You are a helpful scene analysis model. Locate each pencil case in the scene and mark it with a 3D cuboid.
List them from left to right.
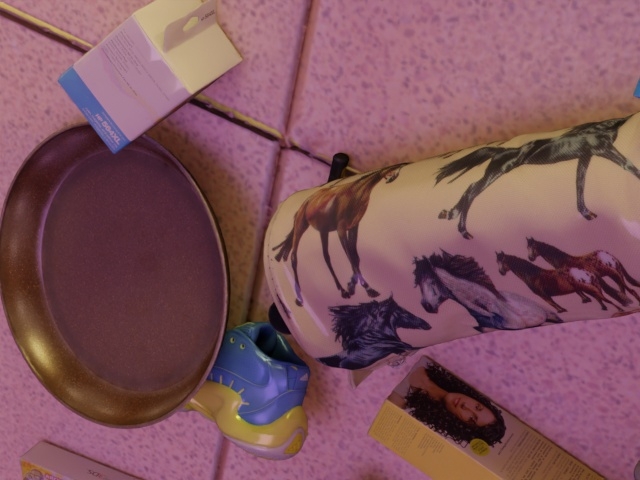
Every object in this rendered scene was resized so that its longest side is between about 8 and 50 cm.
[{"bbox_3d":[0.157,0.008,1.191,0.410,0.160,0.183,-12,119,37],"label":"pencil case"}]

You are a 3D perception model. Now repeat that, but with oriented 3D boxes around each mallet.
[{"bbox_3d":[0.000,0.000,1.374,0.039,0.062,0.189,26,113,16],"label":"mallet"}]

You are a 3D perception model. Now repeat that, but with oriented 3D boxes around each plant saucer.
[{"bbox_3d":[-0.203,0.033,1.458,0.310,0.050,0.310,6,100,35],"label":"plant saucer"}]

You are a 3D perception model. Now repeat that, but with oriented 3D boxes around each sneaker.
[{"bbox_3d":[-0.100,0.127,1.492,0.240,0.091,0.126,23,100,30],"label":"sneaker"}]

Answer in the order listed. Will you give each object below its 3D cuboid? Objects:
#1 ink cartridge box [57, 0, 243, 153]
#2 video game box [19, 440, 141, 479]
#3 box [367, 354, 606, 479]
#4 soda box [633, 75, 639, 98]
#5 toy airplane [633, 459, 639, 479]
[{"bbox_3d":[-0.151,-0.162,1.330,0.143,0.092,0.090,-30,99,41],"label":"ink cartridge box"},{"bbox_3d":[-0.263,0.354,1.740,0.205,0.048,0.187,17,127,23],"label":"video game box"},{"bbox_3d":[0.164,0.209,1.356,0.232,0.087,0.058,34,130,10],"label":"box"},{"bbox_3d":[0.292,-0.190,1.008,0.071,0.067,0.210,23,108,20],"label":"soda box"},{"bbox_3d":[0.331,0.345,1.208,0.384,0.272,0.386,42,100,-10],"label":"toy airplane"}]
